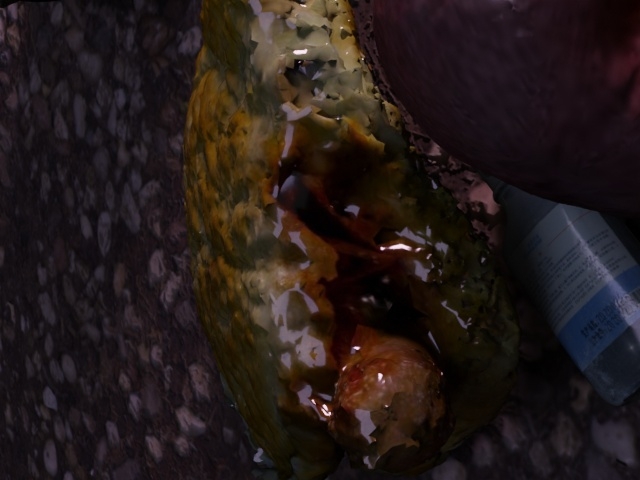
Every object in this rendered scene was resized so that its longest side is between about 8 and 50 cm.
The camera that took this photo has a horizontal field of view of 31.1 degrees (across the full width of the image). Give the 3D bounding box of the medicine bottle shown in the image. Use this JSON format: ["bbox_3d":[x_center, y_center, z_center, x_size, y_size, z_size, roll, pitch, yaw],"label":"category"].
[{"bbox_3d":[0.173,0.009,0.791,0.208,0.054,0.090,59,135,25],"label":"medicine bottle"}]

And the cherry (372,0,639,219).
[{"bbox_3d":[0.152,-0.125,0.654,0.221,0.261,0.307,-63,12,-13],"label":"cherry"}]

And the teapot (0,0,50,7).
[{"bbox_3d":[-0.295,-0.377,1.116,0.239,0.239,0.321,-17,89,61],"label":"teapot"}]

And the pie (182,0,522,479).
[{"bbox_3d":[-0.009,-0.018,0.883,0.395,0.180,0.418,127,128,-68],"label":"pie"}]
